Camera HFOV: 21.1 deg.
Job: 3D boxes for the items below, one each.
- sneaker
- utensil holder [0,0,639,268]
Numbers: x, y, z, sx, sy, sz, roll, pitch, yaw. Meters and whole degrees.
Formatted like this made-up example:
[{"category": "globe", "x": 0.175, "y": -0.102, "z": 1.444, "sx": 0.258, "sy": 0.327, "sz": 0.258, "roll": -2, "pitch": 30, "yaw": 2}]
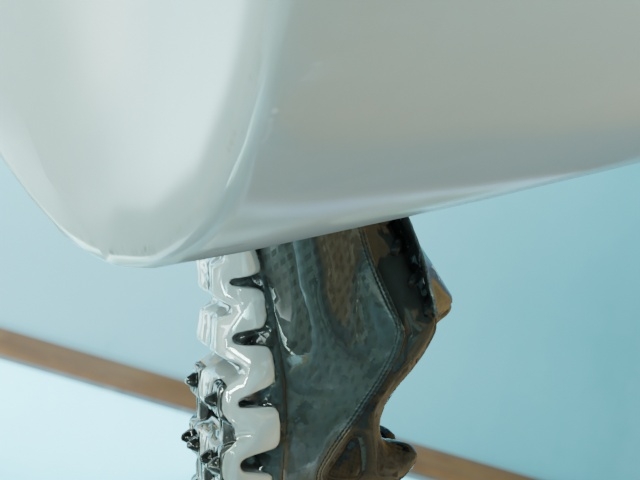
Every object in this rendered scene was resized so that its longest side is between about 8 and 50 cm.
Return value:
[{"category": "sneaker", "x": 0.000, "y": 0.000, "z": 0.682, "sx": 0.078, "sy": 0.106, "sz": 0.234, "roll": -153, "pitch": 63, "yaw": -72}, {"category": "utensil holder", "x": 0.084, "y": -0.178, "z": 0.528, "sx": 0.327, "sy": 0.386, "sz": 0.327, "roll": 38, "pitch": 136, "yaw": 49}]
